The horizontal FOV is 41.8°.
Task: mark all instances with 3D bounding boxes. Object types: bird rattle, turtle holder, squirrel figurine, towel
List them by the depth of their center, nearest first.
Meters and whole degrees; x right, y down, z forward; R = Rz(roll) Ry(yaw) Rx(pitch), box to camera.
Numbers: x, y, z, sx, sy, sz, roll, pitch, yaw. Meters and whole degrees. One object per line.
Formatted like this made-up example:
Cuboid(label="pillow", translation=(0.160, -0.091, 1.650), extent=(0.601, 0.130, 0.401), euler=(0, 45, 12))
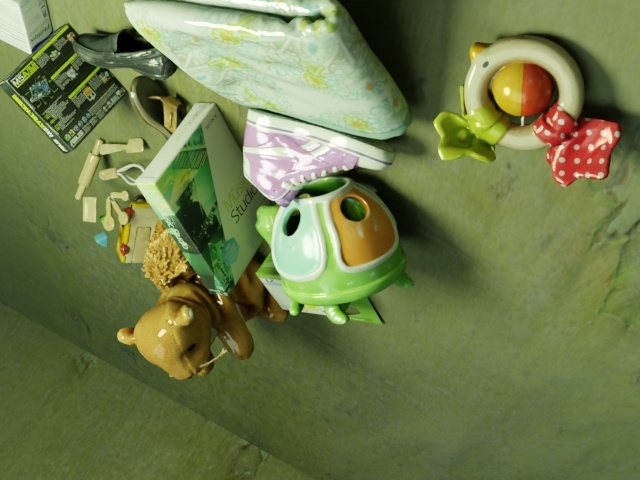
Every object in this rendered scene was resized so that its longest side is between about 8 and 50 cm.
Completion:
Cuboid(label="bird rattle", translation=(0.288, -0.179, 1.167), extent=(0.253, 0.143, 0.207), euler=(12, 127, 28))
Cuboid(label="towel", translation=(-0.072, -0.274, 1.282), extent=(0.374, 0.090, 0.320), euler=(15, 171, 28))
Cuboid(label="turtle holder", translation=(0.019, -0.005, 1.602), extent=(0.320, 0.243, 0.227), euler=(-128, 19, -69))
Cuboid(label="squirrel figurine", translation=(-0.301, 0.115, 1.856), extent=(0.281, 0.370, 0.397), euler=(-14, 99, 25))

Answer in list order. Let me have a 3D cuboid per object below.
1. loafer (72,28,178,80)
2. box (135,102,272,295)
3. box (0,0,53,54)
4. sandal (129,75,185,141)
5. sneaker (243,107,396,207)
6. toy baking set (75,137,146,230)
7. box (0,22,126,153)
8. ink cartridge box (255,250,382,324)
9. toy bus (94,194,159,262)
Cuboid(label="loafer", translation=(-0.370, -0.363, 1.574), extent=(0.223, 0.076, 0.078), euler=(16, 141, 19))
Cuboid(label="box", translation=(-0.216, -0.079, 1.674), extent=(0.058, 0.232, 0.322), euler=(4, 140, 33))
Cuboid(label="box", translation=(-0.612, -0.460, 1.661), extent=(0.126, 0.072, 0.137), euler=(27, 149, 10))
Cuboid(label="sandal", translation=(-0.295, -0.241, 1.666), extent=(0.060, 0.090, 0.219), euler=(-13, 127, 31))
Cuboid(label="sneaker", translation=(-0.008, -0.127, 1.463), extent=(0.282, 0.102, 0.161), euler=(16, 104, 25))
Cuboid(label="toy baking set", translation=(-0.480, -0.141, 1.935), extent=(0.196, 0.030, 0.256), euler=(33, 110, 28))
Cuboid(label="box", translation=(-0.508, -0.302, 1.671), extent=(0.045, 0.191, 0.184), euler=(-9, 131, 48))
Cuboid(label="ink cartridge box", translation=(0.002, 0.131, 1.904), extent=(0.188, 0.097, 0.255), euler=(3, 137, 41))
Cuboid(label="toy bus", translation=(-0.445, -0.044, 2.063), extent=(0.191, 0.202, 0.104), euler=(54, 177, -39))
